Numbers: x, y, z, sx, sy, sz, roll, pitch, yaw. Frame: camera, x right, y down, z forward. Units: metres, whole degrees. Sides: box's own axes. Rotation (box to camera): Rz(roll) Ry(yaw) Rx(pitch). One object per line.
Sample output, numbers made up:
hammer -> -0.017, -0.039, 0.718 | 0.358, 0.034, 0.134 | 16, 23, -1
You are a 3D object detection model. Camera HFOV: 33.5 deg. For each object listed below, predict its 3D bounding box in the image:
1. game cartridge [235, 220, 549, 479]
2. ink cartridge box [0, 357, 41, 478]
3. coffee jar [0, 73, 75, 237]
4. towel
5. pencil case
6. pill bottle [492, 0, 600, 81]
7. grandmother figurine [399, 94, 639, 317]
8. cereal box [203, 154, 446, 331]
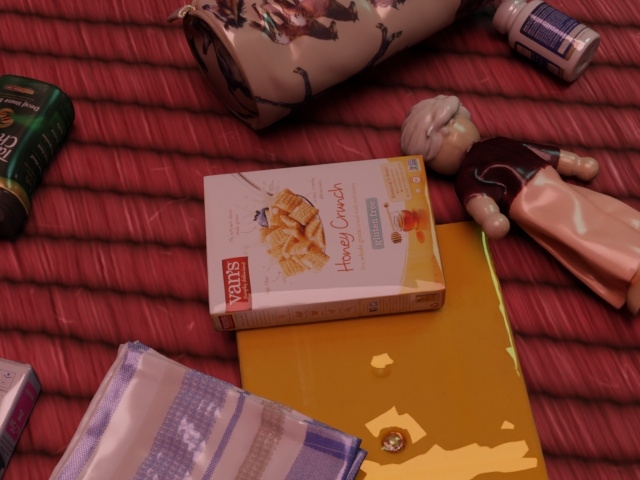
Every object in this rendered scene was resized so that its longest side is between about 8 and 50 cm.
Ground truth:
game cartridge -> 0.061, 0.140, 1.085 | 0.285, 0.052, 0.323 | -7, 58, -2
ink cartridge box -> -0.419, 0.246, 1.028 | 0.186, 0.065, 0.311 | 14, 60, 9
coffee jar -> -0.356, -0.095, 1.207 | 0.096, 0.079, 0.184 | 13, 62, 9
towel -> -0.120, 0.229, 1.006 | 0.285, 0.034, 0.209 | 19, 70, 24
pencil case -> 0.037, -0.291, 1.239 | 0.410, 0.160, 0.183 | -31, 94, -10
pill bottle -> 0.270, -0.248, 1.282 | 0.120, 0.067, 0.067 | 36, 68, 19
grandmother figurine -> 0.225, -0.050, 1.157 | 0.342, 0.104, 0.208 | 37, 32, 24
cereal box -> 0.000, 0.000, 1.114 | 0.240, 0.047, 0.173 | -6, 58, -1
